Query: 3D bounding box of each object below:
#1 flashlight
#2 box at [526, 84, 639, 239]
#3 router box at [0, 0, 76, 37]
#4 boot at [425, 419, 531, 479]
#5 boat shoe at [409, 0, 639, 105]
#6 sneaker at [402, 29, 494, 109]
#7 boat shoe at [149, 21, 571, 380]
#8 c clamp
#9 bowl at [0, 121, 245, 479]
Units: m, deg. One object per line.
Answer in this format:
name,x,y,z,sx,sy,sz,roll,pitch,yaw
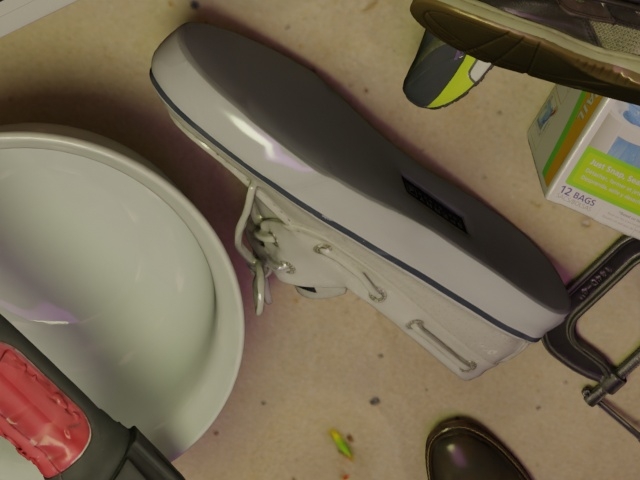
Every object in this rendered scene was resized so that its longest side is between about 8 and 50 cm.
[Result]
flashlight,-0.218,0.099,1.152,0.103,0.103,0.304,-47,109,-14
box,0.243,-0.112,1.202,0.114,0.103,0.203,23,116,-14
router box,-0.245,-0.282,1.042,0.301,0.082,0.335,-19,124,32
boot,0.146,0.250,1.402,0.082,0.106,0.219,-22,118,10
boat shoe,0.168,-0.136,1.094,0.224,0.080,0.073,17,82,-8
sneaker,0.091,-0.231,1.143,0.121,0.111,0.300,14,112,1
boat shoe,0.000,-0.005,1.253,0.367,0.136,0.156,32,117,-28
c clamp,0.246,0.067,1.354,0.137,0.022,0.160,32,116,-12
bowl,-0.200,0.029,1.254,0.298,0.134,0.298,-1,120,-2
